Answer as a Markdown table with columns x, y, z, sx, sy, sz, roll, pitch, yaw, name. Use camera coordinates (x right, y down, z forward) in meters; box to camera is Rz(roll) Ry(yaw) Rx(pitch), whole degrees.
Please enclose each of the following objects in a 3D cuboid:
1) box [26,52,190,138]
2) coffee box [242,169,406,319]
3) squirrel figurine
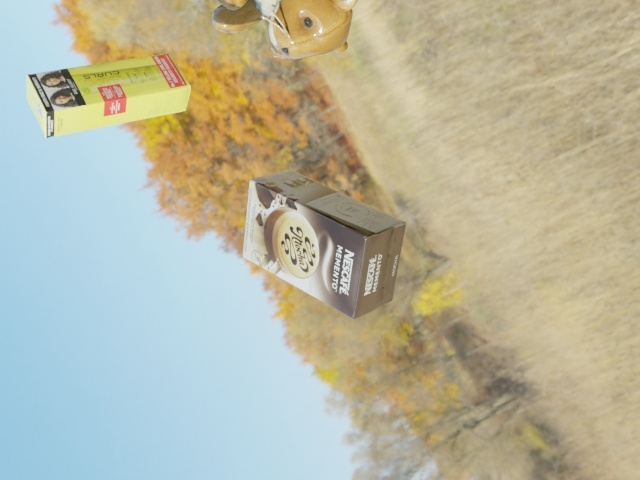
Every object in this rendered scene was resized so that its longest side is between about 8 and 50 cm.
| x | y | z | sx | sy | sz | roll | pitch | yaw | name |
| --- | --- | --- | --- | --- | --- | --- | --- | --- | --- |
| -0.324 | -0.226 | 1.239 | 0.087 | 0.232 | 0.058 | 58 | 146 | 25 | box |
| 0.000 | 0.000 | 1.497 | 0.297 | 0.118 | 0.168 | 26 | 120 | 36 | coffee box |
| -0.048 | -0.554 | 1.608 | 0.370 | 0.397 | 0.281 | 42 | 157 | 13 | squirrel figurine |
